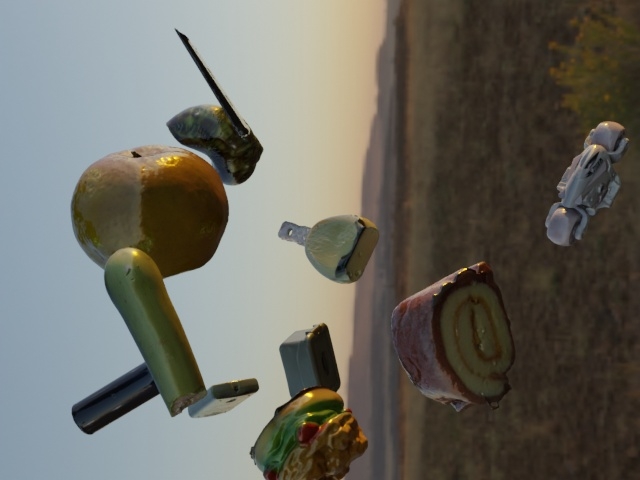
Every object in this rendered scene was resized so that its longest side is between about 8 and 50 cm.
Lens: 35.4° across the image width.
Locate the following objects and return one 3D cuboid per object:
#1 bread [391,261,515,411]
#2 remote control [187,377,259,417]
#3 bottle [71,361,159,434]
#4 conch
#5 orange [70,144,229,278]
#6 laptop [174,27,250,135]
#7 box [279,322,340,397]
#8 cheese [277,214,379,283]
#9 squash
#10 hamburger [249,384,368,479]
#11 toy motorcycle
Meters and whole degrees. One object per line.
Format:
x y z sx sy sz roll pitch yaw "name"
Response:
0.234 0.178 1.737 0.123 0.190 0.244 -17 90 60 "bread"
-0.201 0.321 2.033 0.233 0.098 0.038 137 123 -63 "remote control"
-0.375 0.298 1.994 0.072 0.244 0.082 61 -170 14 "bottle"
-0.200 -0.201 2.030 0.187 0.124 0.181 44 179 34 "conch"
-0.297 -0.046 1.766 0.279 0.279 0.235 -78 -18 -70 "orange"
-0.118 -0.175 1.134 0.135 0.016 0.197 57 179 -8 "laptop"
-0.028 0.284 2.301 0.124 0.093 0.172 -34 -67 -64 "box"
0.000 0.000 1.859 0.054 0.251 0.127 31 -99 -38 "cheese"
-0.234 0.125 1.429 0.250 0.083 0.083 64 -177 2 "squash"
-0.015 0.406 1.944 0.149 0.237 0.237 44 157 28 "hamburger"
0.484 -0.109 1.827 0.254 0.112 0.112 -62 -8 -8 "toy motorcycle"
